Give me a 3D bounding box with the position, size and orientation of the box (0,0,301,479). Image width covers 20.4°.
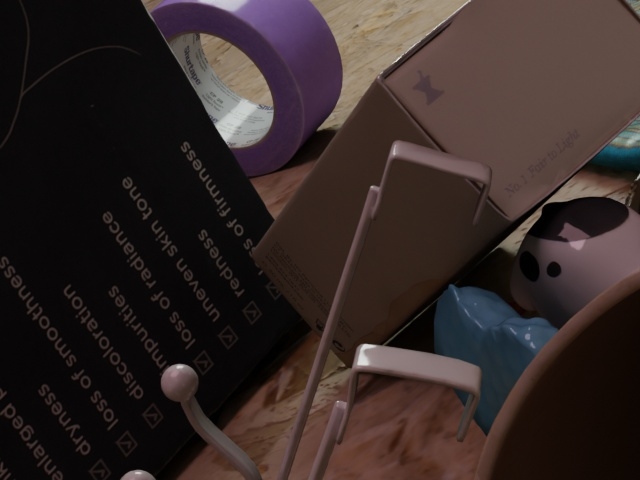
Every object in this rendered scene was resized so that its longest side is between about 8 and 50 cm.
[{"bbox_3d":[-0.330,0.007,1.204,0.297,0.480,0.472,-11,27,45],"label":"box"}]

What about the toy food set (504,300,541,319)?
[{"bbox_3d":[0.136,0.050,1.125,0.083,0.020,0.082,-18,24,30],"label":"toy food set"}]

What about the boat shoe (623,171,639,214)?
[{"bbox_3d":[0.232,-0.049,1.116,0.095,0.095,0.257,-6,31,49],"label":"boat shoe"}]

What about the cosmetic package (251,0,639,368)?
[{"bbox_3d":[0.079,-0.043,1.112,0.160,0.113,0.309,-39,-4,-23],"label":"cosmetic package"}]

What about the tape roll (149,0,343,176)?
[{"bbox_3d":[-0.079,-0.159,1.672,0.189,0.189,0.080,-13,27,40],"label":"tape roll"}]

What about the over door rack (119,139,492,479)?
[{"bbox_3d":[-0.035,0.113,0.893,0.324,0.108,0.239,-59,8,26],"label":"over door rack"}]

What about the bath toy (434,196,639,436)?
[{"bbox_3d":[0.229,-0.010,0.977,0.348,0.151,0.129,-35,-18,-22],"label":"bath toy"}]

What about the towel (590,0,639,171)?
[{"bbox_3d":[0.272,-0.148,1.381,0.271,0.040,0.370,-35,20,-14],"label":"towel"}]

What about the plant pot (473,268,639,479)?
[{"bbox_3d":[0.217,0.082,0.669,0.256,0.256,0.274,-20,6,26],"label":"plant pot"}]
